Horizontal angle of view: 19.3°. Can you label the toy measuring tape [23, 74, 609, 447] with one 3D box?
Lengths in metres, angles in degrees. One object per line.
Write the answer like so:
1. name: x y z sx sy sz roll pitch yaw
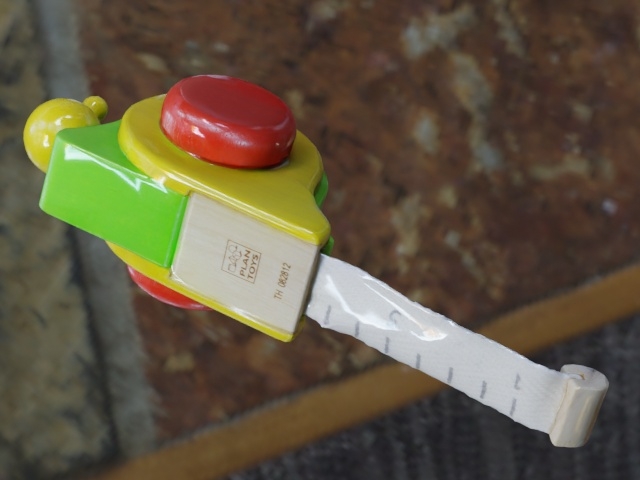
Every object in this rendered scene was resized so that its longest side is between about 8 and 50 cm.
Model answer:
1. toy measuring tape: 0.000 0.000 0.954 0.121 0.330 0.121 -59 165 -27
